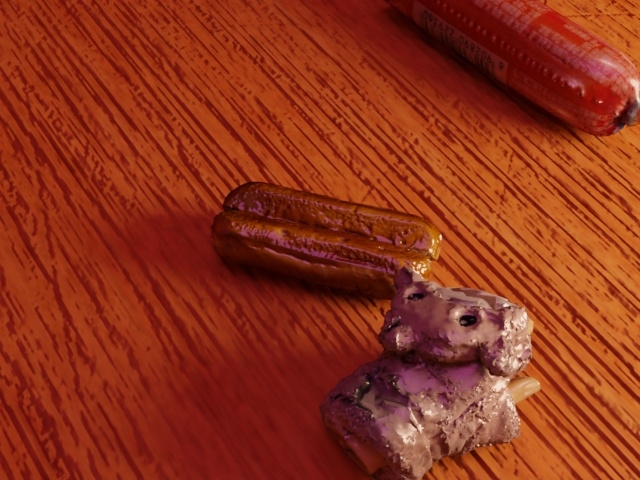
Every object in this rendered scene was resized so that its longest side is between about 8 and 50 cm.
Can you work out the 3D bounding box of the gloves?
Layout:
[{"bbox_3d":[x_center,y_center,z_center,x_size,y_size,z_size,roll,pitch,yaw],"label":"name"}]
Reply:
[{"bbox_3d":[0.068,0.081,0.650,0.110,0.094,0.144,16,58,29],"label":"gloves"}]

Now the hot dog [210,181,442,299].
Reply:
[{"bbox_3d":[0.000,0.000,0.747,0.165,0.045,0.071,12,52,11],"label":"hot dog"}]

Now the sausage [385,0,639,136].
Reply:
[{"bbox_3d":[0.160,-0.166,0.873,0.074,0.074,0.274,-32,56,-25],"label":"sausage"}]
